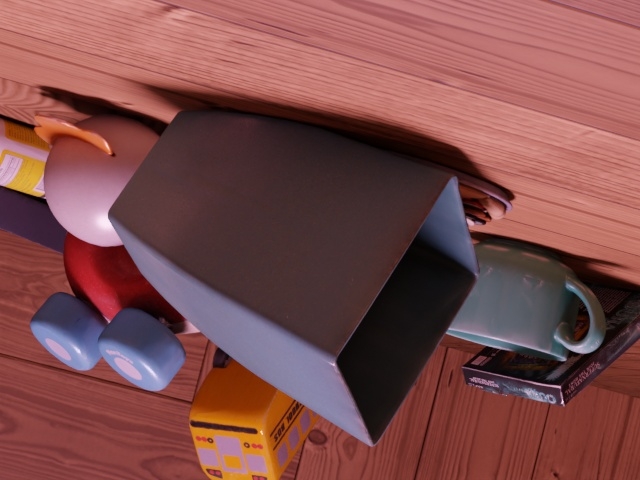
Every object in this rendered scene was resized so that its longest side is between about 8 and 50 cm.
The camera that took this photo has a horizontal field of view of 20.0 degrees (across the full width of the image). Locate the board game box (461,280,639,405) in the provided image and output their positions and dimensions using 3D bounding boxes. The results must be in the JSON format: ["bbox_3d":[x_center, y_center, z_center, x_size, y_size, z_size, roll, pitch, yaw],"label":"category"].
[{"bbox_3d":[0.248,0.100,1.832,0.126,0.026,0.186,10,-145,45],"label":"board game box"}]

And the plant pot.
[{"bbox_3d":[-0.029,0.010,1.365,0.234,0.166,0.165,25,160,23],"label":"plant pot"}]

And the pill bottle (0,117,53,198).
[{"bbox_3d":[-0.310,-0.086,1.795,0.116,0.065,0.065,19,173,-34],"label":"pill bottle"}]

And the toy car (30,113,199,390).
[{"bbox_3d":[-0.179,-0.034,1.577,0.210,0.219,0.238,10,144,49],"label":"toy car"}]

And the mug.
[{"bbox_3d":[0.197,0.057,1.744,0.157,0.097,0.129,13,174,6],"label":"mug"}]

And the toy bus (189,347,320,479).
[{"bbox_3d":[-0.041,0.152,2.265,0.108,0.130,0.333,3,-146,26],"label":"toy bus"}]

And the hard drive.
[{"bbox_3d":[-0.388,-0.044,2.275,0.254,0.054,0.172,24,-176,-31],"label":"hard drive"}]

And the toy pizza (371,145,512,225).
[{"bbox_3d":[0.054,-0.042,1.451,0.201,0.032,0.201,14,174,1],"label":"toy pizza"}]
